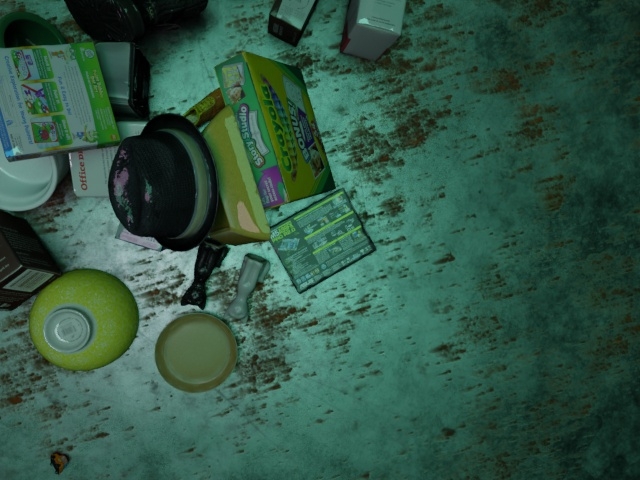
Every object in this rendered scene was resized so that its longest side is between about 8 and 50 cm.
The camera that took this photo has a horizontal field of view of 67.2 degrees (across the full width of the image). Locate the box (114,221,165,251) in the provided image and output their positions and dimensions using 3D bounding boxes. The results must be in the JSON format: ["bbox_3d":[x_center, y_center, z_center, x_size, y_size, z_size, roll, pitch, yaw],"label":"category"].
[{"bbox_3d":[-0.476,-0.023,1.325,0.126,0.137,0.072,18,91,-8],"label":"box"}]

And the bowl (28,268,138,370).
[{"bbox_3d":[-0.659,0.228,1.304,0.289,0.156,0.290,0,93,-7],"label":"bowl"}]

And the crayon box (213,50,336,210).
[{"bbox_3d":[-0.103,-0.282,1.272,0.106,0.313,0.363,-15,95,24],"label":"crayon box"}]

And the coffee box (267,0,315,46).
[{"bbox_3d":[-0.051,-0.695,1.349,0.098,0.141,0.247,26,89,-8],"label":"coffee box"}]

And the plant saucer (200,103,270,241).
[{"bbox_3d":[-0.262,-0.139,1.247,0.081,0.332,0.333,-19,95,-25],"label":"plant saucer"}]

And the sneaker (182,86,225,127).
[{"bbox_3d":[-0.327,-0.370,1.365,0.175,0.067,0.064,-45,95,-5],"label":"sneaker"}]

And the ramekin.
[{"bbox_3d":[-0.786,-0.227,1.230,0.277,0.135,0.277,0,121,0],"label":"ramekin"}]

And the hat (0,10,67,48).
[{"bbox_3d":[-0.827,-0.514,1.314,0.208,0.183,0.173,31,67,-46],"label":"hat"}]

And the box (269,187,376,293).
[{"bbox_3d":[0.000,0.000,1.429,0.270,0.060,0.216,-30,95,-6],"label":"box"}]

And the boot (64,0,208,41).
[{"bbox_3d":[-0.493,-0.639,1.289,0.348,0.131,0.260,26,55,28],"label":"boot"}]

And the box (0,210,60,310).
[{"bbox_3d":[-0.832,0.051,1.243,0.167,0.168,0.203,-38,78,-4],"label":"box"}]

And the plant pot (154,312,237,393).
[{"bbox_3d":[-0.361,0.327,1.410,0.236,0.032,0.236,0,92,-7],"label":"plant pot"}]

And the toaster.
[{"bbox_3d":[-0.526,-0.416,1.289,0.110,0.168,0.186,3,91,-5],"label":"toaster"}]

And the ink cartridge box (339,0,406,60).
[{"bbox_3d":[0.157,-0.692,1.334,0.131,0.226,0.306,8,90,-9],"label":"ink cartridge box"}]

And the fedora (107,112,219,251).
[{"bbox_3d":[-0.388,-0.128,1.124,0.334,0.152,0.334,8,105,32],"label":"fedora"}]

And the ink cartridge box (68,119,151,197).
[{"bbox_3d":[-0.512,-0.222,1.295,0.272,0.115,0.199,0,108,-4],"label":"ink cartridge box"}]

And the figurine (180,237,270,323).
[{"bbox_3d":[-0.276,0.125,1.392,0.214,0.092,0.210,20,98,-9],"label":"figurine"}]

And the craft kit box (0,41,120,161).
[{"bbox_3d":[-0.629,-0.328,1.128,0.246,0.061,0.250,-15,92,-24],"label":"craft kit box"}]

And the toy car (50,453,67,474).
[{"bbox_3d":[-0.745,0.667,1.383,0.040,0.060,0.122,-15,118,-49],"label":"toy car"}]
